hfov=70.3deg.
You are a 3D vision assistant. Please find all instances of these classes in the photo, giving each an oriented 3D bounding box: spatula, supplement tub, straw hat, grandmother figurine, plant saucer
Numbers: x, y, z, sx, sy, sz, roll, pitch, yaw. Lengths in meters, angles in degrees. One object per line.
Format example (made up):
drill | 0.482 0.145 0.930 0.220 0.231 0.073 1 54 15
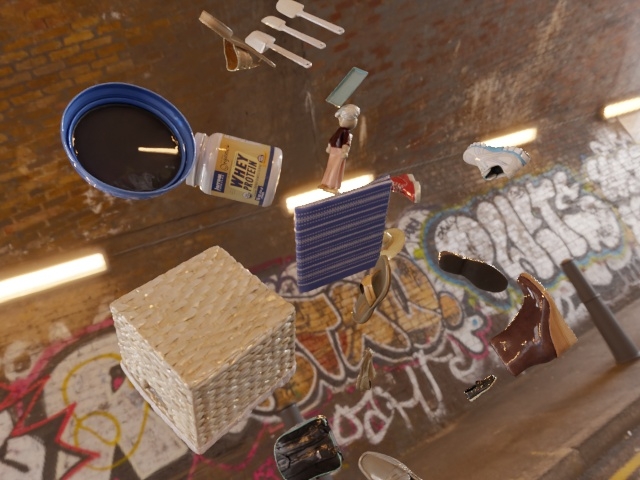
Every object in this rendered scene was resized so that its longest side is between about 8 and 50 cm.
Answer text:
spatula | -0.070 -0.526 1.159 0.168 0.242 0.019 -48 -27 -7
supplement tub | -0.316 -0.264 1.674 0.316 0.229 0.228 12 -27 -11
straw hat | 0.217 0.000 1.579 0.144 0.145 0.061 -34 -49 23
grandmother figurine | 0.074 -0.355 1.757 0.104 0.208 0.343 9 -77 -31
plant saucer | 0.101 -0.576 1.711 0.192 0.067 0.018 -52 -22 -18

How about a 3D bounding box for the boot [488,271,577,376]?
boot | 0.573 0.237 1.296 0.206 0.249 0.090 -29 -22 8

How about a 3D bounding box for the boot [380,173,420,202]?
boot | 0.338 -0.226 1.997 0.176 0.089 0.244 -3 26 -3

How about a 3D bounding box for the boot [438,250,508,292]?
boot | 0.642 0.118 1.915 0.115 0.305 0.112 -56 -9 -72

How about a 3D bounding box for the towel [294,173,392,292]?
towel | 0.049 -0.005 1.113 0.243 0.040 0.336 -20 -36 -16

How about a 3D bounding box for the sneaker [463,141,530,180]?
sneaker | 0.411 -0.189 1.117 0.083 0.071 0.190 -53 26 -5

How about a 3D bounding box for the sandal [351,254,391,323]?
sandal | 0.106 0.113 1.011 0.049 0.072 0.180 12 -60 -26

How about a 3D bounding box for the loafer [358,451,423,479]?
loafer | 0.264 0.789 1.474 0.112 0.319 0.111 -61 -29 -18

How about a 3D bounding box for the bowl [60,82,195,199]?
bowl | -0.594 -0.307 1.425 0.391 0.391 0.077 -15 -12 -37

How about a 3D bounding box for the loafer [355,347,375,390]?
loafer | 0.144 0.391 1.372 0.056 0.050 0.148 -58 -21 -64

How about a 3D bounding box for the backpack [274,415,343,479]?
backpack | -0.041 0.643 1.387 0.188 0.166 0.144 -24 -16 -7

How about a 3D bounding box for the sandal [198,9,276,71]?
sandal | -0.209 -0.448 1.085 0.079 0.088 0.240 -53 -28 13

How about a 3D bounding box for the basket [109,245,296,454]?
basket | -0.267 0.241 1.096 0.331 0.328 0.267 -32 -35 -39

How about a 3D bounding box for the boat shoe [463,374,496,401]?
boat shoe | 0.593 0.542 1.687 0.133 0.042 0.049 -44 -8 14
